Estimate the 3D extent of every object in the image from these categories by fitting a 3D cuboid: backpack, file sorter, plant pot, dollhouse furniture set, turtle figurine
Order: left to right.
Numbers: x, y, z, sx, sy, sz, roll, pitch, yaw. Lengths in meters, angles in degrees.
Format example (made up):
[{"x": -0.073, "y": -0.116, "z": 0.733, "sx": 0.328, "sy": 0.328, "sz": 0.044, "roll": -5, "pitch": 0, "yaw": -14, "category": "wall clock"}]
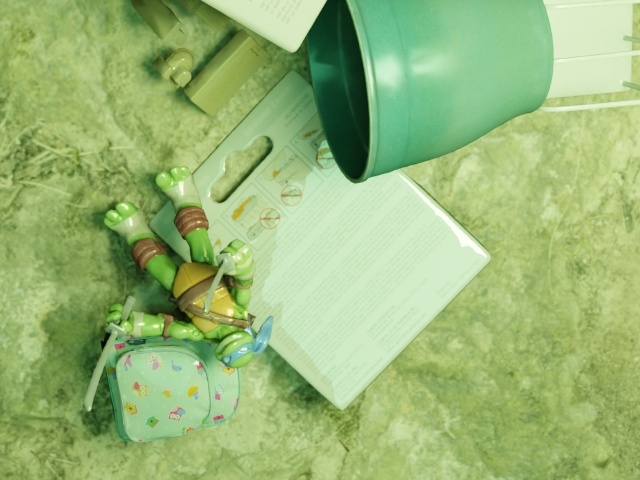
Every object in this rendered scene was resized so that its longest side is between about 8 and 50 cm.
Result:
[{"x": -0.189, "y": 0.038, "z": 1.277, "sx": 0.274, "sy": 0.266, "sz": 0.198, "roll": -6, "pitch": 146, "yaw": -42, "category": "turtle figurine"}, {"x": -0.202, "y": 0.191, "z": 1.405, "sx": 0.188, "sy": 0.144, "sz": 0.166, "roll": -10, "pitch": 103, "yaw": -13, "category": "backpack"}, {"x": -0.166, "y": -0.280, "z": 1.323, "sx": 0.144, "sy": 0.123, "sz": 0.151, "roll": -45, "pitch": 142, "yaw": 7, "category": "dollhouse furniture set"}, {"x": 0.139, "y": -0.227, "z": 1.247, "sx": 0.255, "sy": 0.271, "sz": 0.272, "roll": -11, "pitch": 108, "yaw": -11, "category": "plant pot"}, {"x": 0.346, "y": -0.315, "z": 1.311, "sx": 0.192, "sy": 0.173, "sz": 0.278, "roll": -6, "pitch": 108, "yaw": -6, "category": "file sorter"}]

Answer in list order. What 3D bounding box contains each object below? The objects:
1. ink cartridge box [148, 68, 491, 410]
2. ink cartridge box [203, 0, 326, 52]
[{"x": 0.000, "y": 0.000, "z": 1.424, "sx": 0.385, "sy": 0.091, "sz": 0.308, "roll": 44, "pitch": 97, "yaw": -1, "category": "ink cartridge box"}, {"x": -0.133, "y": -0.427, "z": 1.055, "sx": 0.394, "sy": 0.166, "sz": 0.286, "roll": 25, "pitch": 103, "yaw": -35, "category": "ink cartridge box"}]
